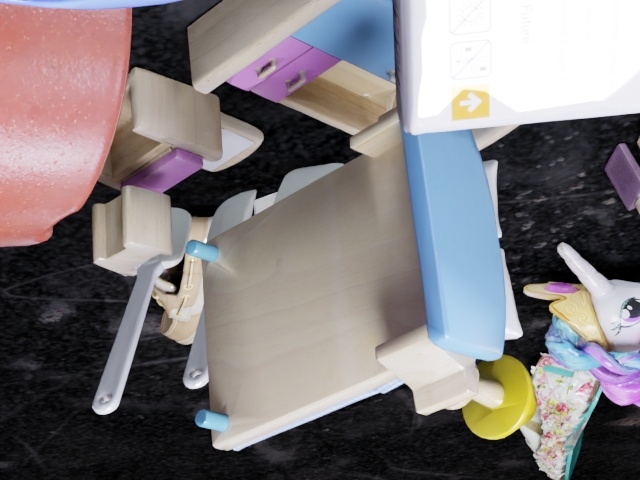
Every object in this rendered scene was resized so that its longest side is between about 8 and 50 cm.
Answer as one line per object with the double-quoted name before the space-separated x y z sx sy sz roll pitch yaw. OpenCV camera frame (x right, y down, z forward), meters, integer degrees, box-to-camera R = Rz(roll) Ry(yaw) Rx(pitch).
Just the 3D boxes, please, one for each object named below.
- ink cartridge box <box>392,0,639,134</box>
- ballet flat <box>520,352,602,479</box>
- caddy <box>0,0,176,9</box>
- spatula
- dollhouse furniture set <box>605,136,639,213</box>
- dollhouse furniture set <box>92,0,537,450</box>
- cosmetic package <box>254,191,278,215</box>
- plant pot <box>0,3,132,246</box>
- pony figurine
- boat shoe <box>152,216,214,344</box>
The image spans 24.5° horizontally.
"ink cartridge box" 0.178 -0.203 0.619 0.307 0.072 0.303 -6 119 -4
"ballet flat" 0.244 0.176 1.523 0.077 0.091 0.241 20 151 13
"caddy" -0.090 -0.206 0.473 0.241 0.179 0.341 -10 153 7
"spatula" -0.065 0.025 0.990 0.168 0.242 0.019 -10 121 11
"dollhouse furniture set" 0.279 -0.057 1.076 0.081 0.091 0.114 -16 153 -18
"dollhouse furniture set" 0.017 0.016 0.893 0.198 0.303 0.286 21 142 -41
"cosmetic package" 0.000 0.000 1.141 0.060 0.041 0.115 -16 151 18
"plant pot" -0.247 -0.101 0.673 0.265 0.272 0.272 3 152 -36
"pony figurine" 0.381 0.129 1.296 0.363 0.303 0.351 -9 121 10
"boat shoe" -0.104 0.027 1.155 0.059 0.063 0.170 13 145 -16
